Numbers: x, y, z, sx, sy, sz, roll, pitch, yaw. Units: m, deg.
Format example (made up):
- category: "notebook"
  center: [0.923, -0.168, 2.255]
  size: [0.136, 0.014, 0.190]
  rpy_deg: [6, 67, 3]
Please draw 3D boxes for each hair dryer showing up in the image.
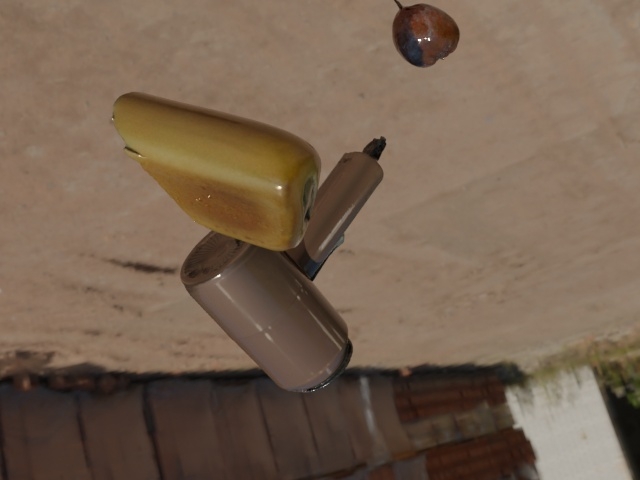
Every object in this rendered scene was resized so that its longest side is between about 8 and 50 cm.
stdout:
- category: "hair dryer"
  center: [0.000, 0.000, 0.605]
  size: [0.064, 0.117, 0.181]
  rpy_deg: [-2, -135, 52]

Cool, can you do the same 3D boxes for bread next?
- category: "bread"
  center: [-0.049, -0.035, 0.447]
  size: [0.103, 0.049, 0.062]
  rpy_deg: [17, 139, 18]

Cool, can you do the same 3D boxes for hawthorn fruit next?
- category: "hawthorn fruit"
  center: [0.099, -0.232, 0.960]
  size: [0.067, 0.103, 0.067]
  rpy_deg: [-35, -178, 1]
